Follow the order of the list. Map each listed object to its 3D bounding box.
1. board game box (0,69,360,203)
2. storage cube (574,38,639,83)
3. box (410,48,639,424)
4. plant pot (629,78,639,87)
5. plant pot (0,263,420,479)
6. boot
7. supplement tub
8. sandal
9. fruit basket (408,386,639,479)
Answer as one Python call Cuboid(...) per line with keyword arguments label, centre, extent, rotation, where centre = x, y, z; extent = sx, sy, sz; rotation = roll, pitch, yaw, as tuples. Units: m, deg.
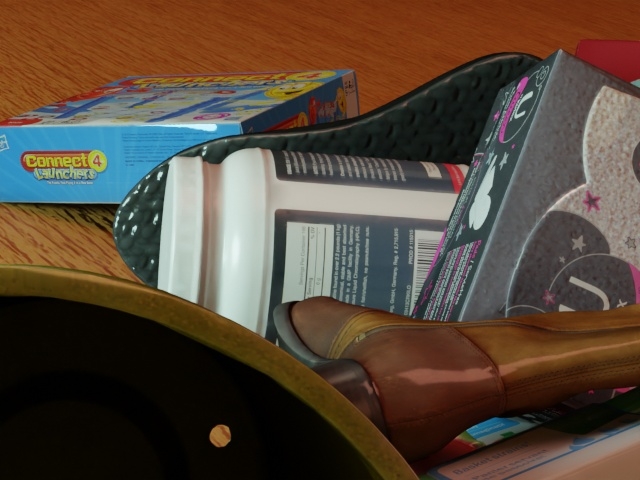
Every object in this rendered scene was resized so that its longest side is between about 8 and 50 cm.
Cuboid(label="board game box", centre=(-0.152, -0.117, 1.732), extent=(0.308, 0.086, 0.302), rotation=(1, 16, 23))
Cuboid(label="storage cube", centre=(0.343, -0.074, 1.595), extent=(0.215, 0.183, 0.193), rotation=(4, 50, 16))
Cuboid(label="box", centre=(0.187, 0.009, 1.199), extent=(0.163, 0.247, 0.142), rotation=(24, -12, -9))
Cuboid(label="plant pot", centre=(0.344, 0.018, 1.386), extent=(0.293, 0.293, 0.196), rotation=(6, 48, -2))
Cuboid(label="plant pot", centre=(-0.128, 0.162, 0.727), extent=(0.367, 0.366, 0.353), rotation=(5, 8, -5))
Cuboid(label="boot", centre=(0.115, 0.058, 0.989), extent=(0.280, 0.096, 0.264), rotation=(-14, 2, -2))
Cuboid(label="supplement tub", centre=(0.004, 0.022, 1.334), extent=(0.272, 0.191, 0.191), rotation=(4, 20, -9))
Cuboid(label="sandal", centre=(0.025, -0.049, 1.488), extent=(0.446, 0.167, 0.107), rotation=(-18, 7, -6))
Cuboid(label="fruit basket", centre=(0.088, 0.171, 0.981), extent=(0.327, 0.165, 0.353), rotation=(-16, 18, -29))
